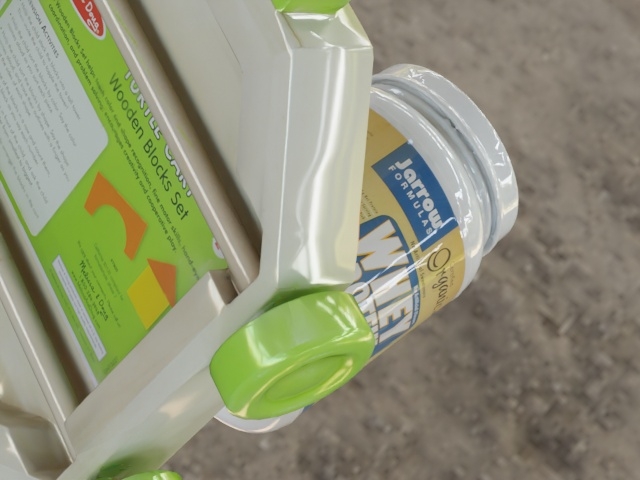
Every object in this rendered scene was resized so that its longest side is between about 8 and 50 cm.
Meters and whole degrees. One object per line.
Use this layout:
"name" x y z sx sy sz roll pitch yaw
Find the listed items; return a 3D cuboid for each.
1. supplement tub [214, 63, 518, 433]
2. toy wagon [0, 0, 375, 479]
"supplement tub" 0.000 0.000 1.053 0.199 0.144 0.144 -36 72 -27
"toy wagon" -0.069 -0.050 0.680 0.068 0.344 0.267 -5 59 -45
